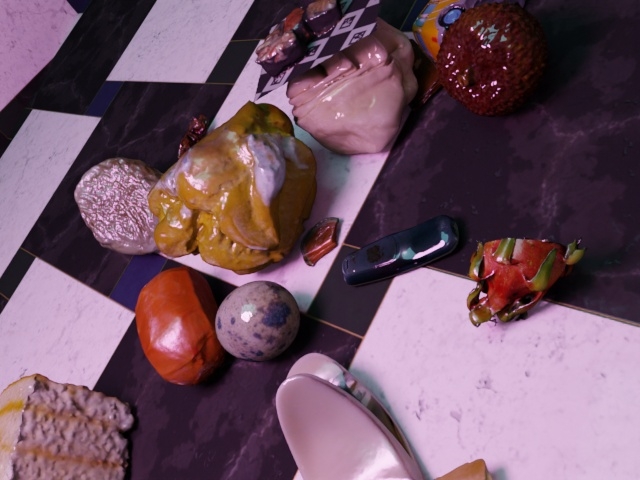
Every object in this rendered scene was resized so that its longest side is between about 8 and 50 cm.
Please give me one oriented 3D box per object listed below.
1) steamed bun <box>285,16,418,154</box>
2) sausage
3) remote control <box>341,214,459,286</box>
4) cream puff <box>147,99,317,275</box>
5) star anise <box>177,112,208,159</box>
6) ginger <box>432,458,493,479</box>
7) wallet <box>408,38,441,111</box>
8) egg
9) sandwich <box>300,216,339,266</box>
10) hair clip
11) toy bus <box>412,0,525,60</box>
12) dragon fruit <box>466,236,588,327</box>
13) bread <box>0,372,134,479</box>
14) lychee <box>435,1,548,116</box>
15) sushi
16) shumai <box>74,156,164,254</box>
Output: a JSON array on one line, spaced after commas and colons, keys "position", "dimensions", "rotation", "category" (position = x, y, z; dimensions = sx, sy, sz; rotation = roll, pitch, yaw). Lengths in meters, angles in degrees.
[{"position": [0.045, -0.334, 1.303], "dimensions": [0.276, 0.203, 0.289], "rotation": [7, 73, 51], "category": "steamed bun"}, {"position": [-0.273, 0.159, 1.293], "dimensions": [0.141, 0.153, 0.268], "rotation": [-33, 42, 3], "category": "sausage"}, {"position": [0.130, 0.020, 1.117], "dimensions": [0.222, 0.042, 0.072], "rotation": [-24, 51, 28], "category": "remote control"}, {"position": [-0.156, -0.082, 1.300], "dimensions": [0.378, 0.275, 0.378], "rotation": [-40, 13, 11], "category": "cream puff"}, {"position": [-0.328, -0.237, 1.689], "dimensions": [0.097, 0.070, 0.191], "rotation": [-22, 45, 66], "category": "star anise"}, {"position": [0.143, 0.367, 0.800], "dimensions": [0.193, 0.122, 0.115], "rotation": [-37, 78, 9], "category": "ginger"}, {"position": [0.187, -0.336, 1.329], "dimensions": [0.095, 0.026, 0.176], "rotation": [-44, 40, 17], "category": "wallet"}, {"position": [-0.115, 0.146, 1.176], "dimensions": [0.181, 0.141, 0.141], "rotation": [-30, 43, 47], "category": "egg"}, {"position": [0.001, -0.004, 1.260], "dimensions": [0.101, 0.026, 0.069], "rotation": [-41, 42, 11], "category": "sandwich"}, {"position": [0.026, 0.295, 0.969], "dimensions": [0.172, 0.113, 0.282], "rotation": [-38, 73, 12], "category": "hair clip"}, {"position": [0.272, -0.423, 1.238], "dimensions": [0.209, 0.126, 0.136], "rotation": [-51, 41, -3], "category": "toy bus"}, {"position": [0.275, 0.049, 0.929], "dimensions": [0.142, 0.138, 0.175], "rotation": [-120, 51, -70], "category": "dragon fruit"}, {"position": [-0.535, 0.482, 1.248], "dimensions": [0.264, 0.239, 0.395], "rotation": [-29, 47, 29], "category": "bread"}, {"position": [0.288, -0.303, 1.103], "dimensions": [0.194, 0.194, 0.194], "rotation": [-23, 49, 29], "category": "lychee"}, {"position": [-0.016, -0.424, 1.242], "dimensions": [0.292, 0.059, 0.294], "rotation": [-24, 39, 28], "category": "sushi"}, {"position": [-0.449, -0.081, 1.637], "dimensions": [0.260, 0.222, 0.225], "rotation": [30, 95, 12], "category": "shumai"}]
